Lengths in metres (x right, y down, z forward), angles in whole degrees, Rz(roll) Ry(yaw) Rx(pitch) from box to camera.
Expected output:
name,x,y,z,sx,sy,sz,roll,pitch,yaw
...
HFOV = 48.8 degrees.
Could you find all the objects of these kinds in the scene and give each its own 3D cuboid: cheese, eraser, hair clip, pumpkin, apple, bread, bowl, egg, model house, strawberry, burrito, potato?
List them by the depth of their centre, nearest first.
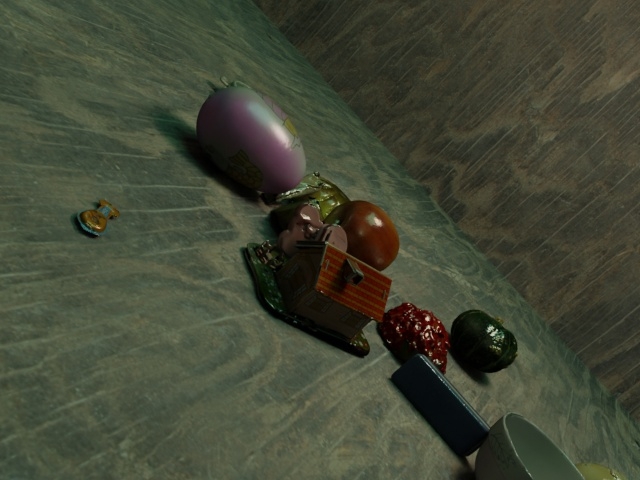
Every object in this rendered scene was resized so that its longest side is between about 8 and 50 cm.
name,x,y,z,sx,sy,sz,roll,pitch,yaw
cheese,-0.327,-0.035,1.042,0.047,0.017,0.111,45,17,-12
bowl,0.392,0.479,1.314,0.287,0.144,0.287,40,19,-17
model house,0.018,0.070,1.363,0.293,0.154,0.207,30,25,-38
eraser,0.244,0.330,1.413,0.225,0.082,0.036,48,16,9
hair clip,-0.009,-0.004,1.496,0.102,0.123,0.138,23,-6,29
egg,-0.146,-0.219,1.557,0.271,0.196,0.196,30,21,-13
potato,-0.061,-0.036,1.577,0.172,0.089,0.101,4,-63,64
egg,0.632,0.595,1.580,0.201,0.164,0.164,51,18,23
strawberry,0.229,0.201,1.616,0.190,0.111,0.236,38,18,-15
apple,0.091,0.000,1.643,0.199,0.199,0.199,40,18,-16
burrito,-0.060,-0.123,1.676,0.171,0.042,0.051,-19,49,-37
bread,0.025,-0.080,1.796,0.213,0.105,0.213,41,15,-13
pumpkin,0.433,0.267,1.871,0.190,0.146,0.190,40,20,-18

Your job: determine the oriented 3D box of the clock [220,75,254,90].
name,x,y,z,sx,sy,sz,roll,pitch,yaw
clock,-0.213,-0.389,2.008,0.191,0.062,0.152,32,22,-34
